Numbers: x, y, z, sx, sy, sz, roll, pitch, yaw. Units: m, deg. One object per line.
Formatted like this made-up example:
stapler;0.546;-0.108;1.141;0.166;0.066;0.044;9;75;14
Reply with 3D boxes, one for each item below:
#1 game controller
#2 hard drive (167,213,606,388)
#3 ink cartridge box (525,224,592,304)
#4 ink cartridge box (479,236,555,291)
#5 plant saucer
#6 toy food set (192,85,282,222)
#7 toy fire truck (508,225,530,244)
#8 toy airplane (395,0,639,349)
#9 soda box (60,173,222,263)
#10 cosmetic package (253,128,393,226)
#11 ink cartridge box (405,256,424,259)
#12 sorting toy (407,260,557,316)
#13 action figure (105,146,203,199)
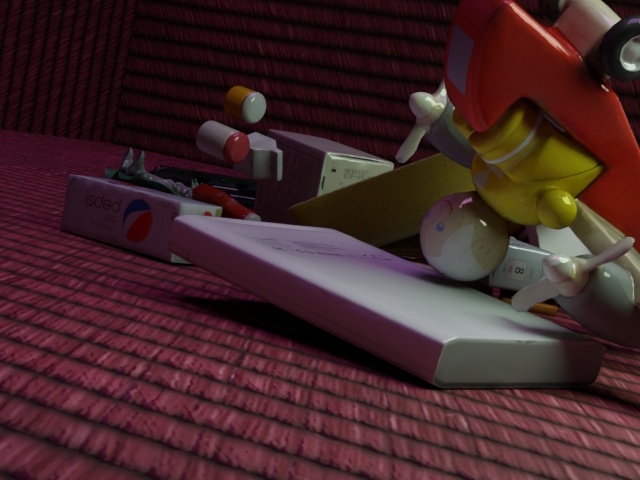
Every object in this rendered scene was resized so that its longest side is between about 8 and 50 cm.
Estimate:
game controller;-0.178;-0.081;2.598;0.319;0.067;0.166;7;20;-34
hard drive;0.055;0.053;1.266;0.233;0.047;0.353;6;13;-45
ink cartridge box;0.418;-0.009;1.989;0.354;0.207;0.119;9;-36;-25
ink cartridge box;0.274;0.036;1.570;0.232;0.066;0.189;8;6;-12
plant saucer;0.178;-0.048;1.758;0.333;0.081;0.333;-19;-10;28
toy food set;-0.080;-0.060;1.642;0.104;0.232;0.111;25;36;35
toy fire truck;0.363;-0.038;2.297;0.302;0.169;0.254;-31;-13;-17
toy airplane;0.226;-0.039;1.325;0.272;0.384;0.386;-32;-6;0
soda box;-0.219;-0.026;1.649;0.216;0.073;0.069;14;6;42
cosmetic package;-0.003;-0.072;2.099;0.113;0.160;0.309;8;9;-18
ink cartridge box;0.108;-0.003;2.317;0.145;0.045;0.179;11;2;12
sorting toy;0.088;0.059;1.517;0.348;0.047;0.196;12;9;17
action figure;-0.159;-0.043;1.787;0.232;0.063;0.137;32;-4;-28
